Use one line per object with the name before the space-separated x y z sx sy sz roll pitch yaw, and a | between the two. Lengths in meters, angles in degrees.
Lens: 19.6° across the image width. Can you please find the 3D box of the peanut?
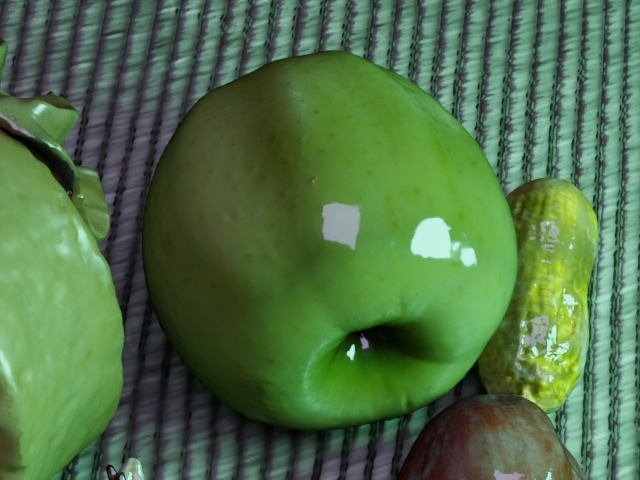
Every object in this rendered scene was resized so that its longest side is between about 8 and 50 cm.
peanut | 0.164 0.044 1.408 0.087 0.087 0.207 12 59 -1

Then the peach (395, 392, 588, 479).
peach | 0.122 0.182 1.312 0.152 0.152 0.152 3 62 -6

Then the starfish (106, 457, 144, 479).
starfish | -0.265 0.241 1.112 0.383 0.132 0.398 3 95 25

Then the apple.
apple | 0.000 0.000 1.328 0.279 0.279 0.279 3 62 -6

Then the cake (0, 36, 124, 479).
cake | -0.263 0.019 1.261 0.332 0.332 0.321 27 38 7
